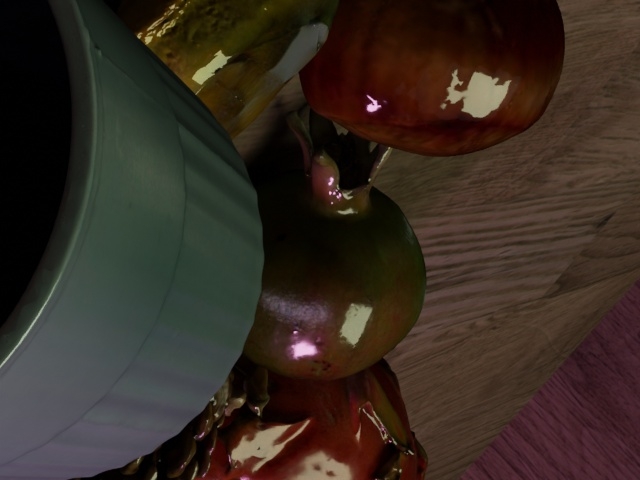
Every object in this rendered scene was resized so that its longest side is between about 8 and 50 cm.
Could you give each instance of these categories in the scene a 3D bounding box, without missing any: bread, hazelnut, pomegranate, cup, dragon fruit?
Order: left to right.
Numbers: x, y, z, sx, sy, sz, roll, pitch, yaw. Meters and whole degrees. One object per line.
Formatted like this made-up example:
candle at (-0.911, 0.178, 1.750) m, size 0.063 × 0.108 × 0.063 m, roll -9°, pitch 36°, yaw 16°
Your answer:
cup at (-0.200, 0.014, 0.853) m, size 0.331 × 0.257 × 0.311 m, roll -47°, pitch 164°, yaw 2°
bread at (-0.069, -0.122, 1.119) m, size 0.233 × 0.088 × 0.161 m, roll -43°, pitch 160°, yaw -7°
dragon fruit at (-0.045, 0.171, 1.605) m, size 0.315 × 0.250 × 0.250 m, roll 12°, pitch 136°, yaw -17°
pomegranate at (0.000, 0.000, 1.435) m, size 0.181 × 0.181 × 0.224 m, roll -28°, pitch 141°, yaw -42°
hazelnut at (0.078, -0.146, 1.251) m, size 0.204 × 0.178 × 0.178 m, roll -7°, pitch 144°, yaw -33°

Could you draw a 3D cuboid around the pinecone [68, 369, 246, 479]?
pinecone at (-0.152, 0.093, 1.283) m, size 0.168 × 0.186 × 0.212 m, roll -25°, pitch 149°, yaw 20°
